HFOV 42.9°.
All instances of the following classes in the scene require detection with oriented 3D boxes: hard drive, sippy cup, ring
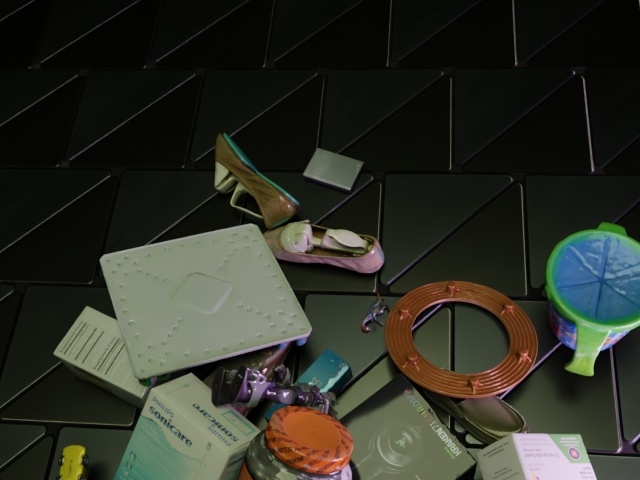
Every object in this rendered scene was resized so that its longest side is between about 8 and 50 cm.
[{"bbox_3d":[0.035,-0.182,2.119,0.135,0.022,0.094,19,64,16],"label":"hard drive"},{"bbox_3d":[0.590,0.128,1.761,0.305,0.224,0.240,-34,63,-13],"label":"sippy cup"},{"bbox_3d":[0.311,0.205,1.803,0.336,0.032,0.336,0,42,0],"label":"ring"}]

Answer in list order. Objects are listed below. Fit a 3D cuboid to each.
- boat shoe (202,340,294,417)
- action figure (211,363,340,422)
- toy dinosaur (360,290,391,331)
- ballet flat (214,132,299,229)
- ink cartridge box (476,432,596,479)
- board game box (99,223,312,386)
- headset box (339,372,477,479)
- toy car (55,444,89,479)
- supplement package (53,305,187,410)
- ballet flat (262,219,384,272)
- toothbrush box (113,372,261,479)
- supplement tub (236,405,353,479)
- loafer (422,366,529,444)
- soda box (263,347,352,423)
[{"bbox_3d":[-0.164,0.304,1.812,0.123,0.116,0.324,17,44,32],"label":"boat shoe"},{"bbox_3d":[-0.071,0.309,1.647,0.185,0.285,0.099,10,85,52],"label":"action figure"},{"bbox_3d":[0.124,0.174,1.907,0.082,0.047,0.090,-34,29,-3],"label":"toy dinosaur"},{"bbox_3d":[-0.194,-0.144,2.079,0.124,0.116,0.342,-46,61,1],"label":"ballet flat"},{"bbox_3d":[0.442,0.521,1.561,0.201,0.117,0.278,9,53,-32],"label":"ink cartridge box"},{"bbox_3d":[-0.268,0.134,1.853,0.390,0.050,0.390,-13,45,-19],"label":"board game box"},{"bbox_3d":[0.133,0.463,1.673,0.283,0.131,0.246,-34,62,-12],"label":"headset box"},{"bbox_3d":[-0.501,0.567,1.663,0.225,0.053,0.239,27,64,20],"label":"toy car"},{"bbox_3d":[-0.450,0.274,1.843,0.244,0.139,0.134,21,64,18],"label":"supplement package"},{"bbox_3d":[0.000,0.000,1.970,0.316,0.106,0.107,8,61,11],"label":"ballet flat"},{"bbox_3d":[-0.274,0.453,1.634,0.216,0.126,0.295,33,113,23],"label":"toothbrush box"},{"bbox_3d":[-0.067,0.499,1.540,0.207,0.207,0.338,27,110,20],"label":"supplement tub"},{"bbox_3d":[0.328,0.354,1.738,0.251,0.087,0.094,28,67,21],"label":"loafer"},{"bbox_3d":[-0.024,0.342,1.797,0.071,0.067,0.210,37,70,24],"label":"soda box"}]
